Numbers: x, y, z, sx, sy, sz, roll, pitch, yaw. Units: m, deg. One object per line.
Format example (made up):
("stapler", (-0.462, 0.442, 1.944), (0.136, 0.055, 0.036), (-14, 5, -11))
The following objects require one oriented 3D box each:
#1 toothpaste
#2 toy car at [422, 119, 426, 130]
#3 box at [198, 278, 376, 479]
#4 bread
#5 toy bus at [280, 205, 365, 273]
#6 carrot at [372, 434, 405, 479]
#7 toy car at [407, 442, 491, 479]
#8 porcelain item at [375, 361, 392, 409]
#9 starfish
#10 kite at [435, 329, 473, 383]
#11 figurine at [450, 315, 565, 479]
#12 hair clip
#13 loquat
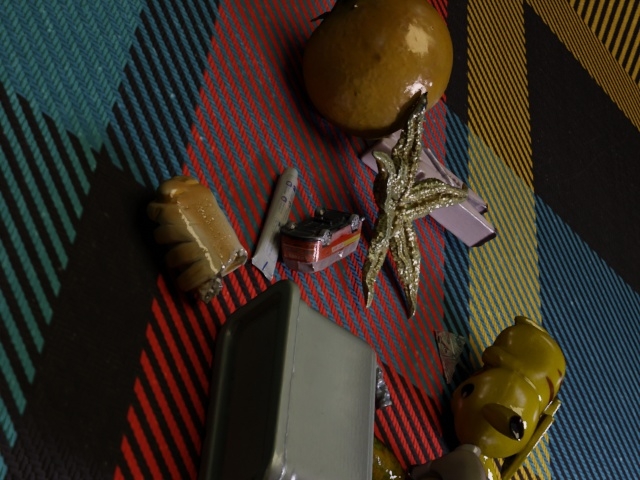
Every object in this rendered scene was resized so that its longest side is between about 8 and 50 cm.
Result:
("toothpaste", (-0.069, -0.034, 1.722), (0.052, 0.033, 0.218), (49, 38, -33))
("toy car", (0.174, -0.226, 2.164), (0.073, 0.054, 0.143), (35, 41, -34))
("box", (-0.032, 0.233, 1.432), (0.182, 0.175, 0.312), (29, 46, -27))
("bread", (-0.173, -0.003, 1.508), (0.119, 0.084, 0.177), (-25, 88, -58))
("toy bus", (0.000, 0.000, 1.741), (0.174, 0.079, 0.077), (-29, 128, -58))
("carrot", (0.050, 0.308, 1.604), (0.173, 0.082, 0.082), (49, 36, -20))
("toy car", (0.258, 0.479, 1.625), (0.242, 0.226, 0.336), (49, 31, -22))
("porcelain item", (0.091, 0.229, 1.762), (0.036, 0.028, 0.083), (29, 42, -64))
("starfish", (0.131, -0.050, 1.874), (0.358, 0.078, 0.347), (-56, 143, -27))
("kite", (0.250, 0.222, 2.003), (0.152, 0.005, 0.137), (53, 37, -15))
("figurine", (0.326, 0.289, 1.923), (0.169, 0.218, 0.327), (26, 39, 20))
("hair clip", (0.210, -0.111, 2.105), (0.331, 0.085, 0.101), (38, 39, -30))
("loquat", (0.100, -0.326, 1.933), (0.275, 0.275, 0.275), (33, 44, -38))
